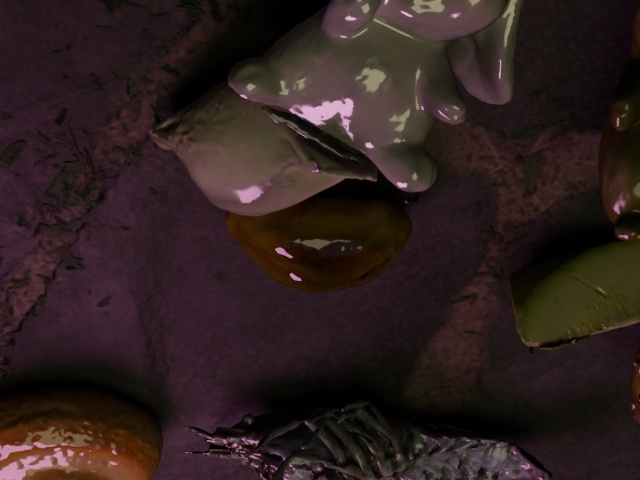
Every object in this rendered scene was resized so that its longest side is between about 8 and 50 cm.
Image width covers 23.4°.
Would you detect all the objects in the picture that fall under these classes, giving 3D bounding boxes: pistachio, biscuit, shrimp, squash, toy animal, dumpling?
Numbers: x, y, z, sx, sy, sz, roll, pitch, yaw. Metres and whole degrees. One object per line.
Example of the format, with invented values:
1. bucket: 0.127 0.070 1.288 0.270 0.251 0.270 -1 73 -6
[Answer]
1. pistachio: -0.002 0.002 1.553 0.189 0.100 0.110 5 127 -10
2. biscuit: -0.324 0.274 1.773 0.213 0.091 0.274 22 128 -23
3. shrimp: 0.055 0.259 1.754 0.411 0.166 0.221 -2 130 -19
4. squash: 0.327 0.043 1.606 0.252 0.169 0.093 -15 85 10
5. toy animal: 0.076 -0.195 1.347 0.289 0.174 0.249 -32 114 24
6. dumpling: -0.049 -0.083 1.454 0.216 0.126 0.166 -19 164 33
7. toy animal: 0.342 -0.162 1.383 0.181 0.180 0.363 -1 130 -1

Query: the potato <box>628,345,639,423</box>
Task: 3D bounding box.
1. potato: 0.433 0.157 1.656 0.192 0.141 0.296 -35 142 23
